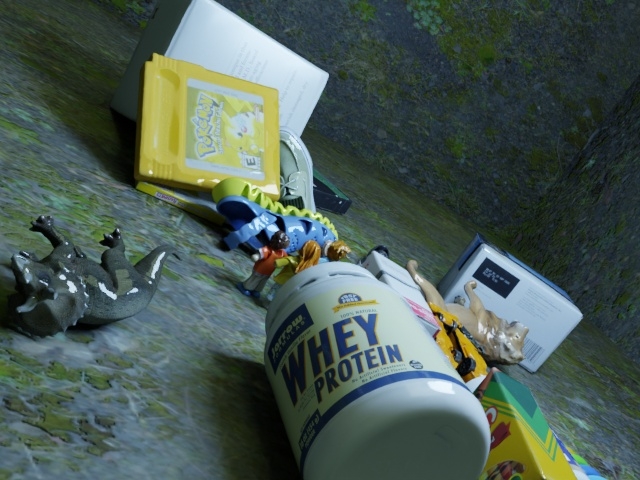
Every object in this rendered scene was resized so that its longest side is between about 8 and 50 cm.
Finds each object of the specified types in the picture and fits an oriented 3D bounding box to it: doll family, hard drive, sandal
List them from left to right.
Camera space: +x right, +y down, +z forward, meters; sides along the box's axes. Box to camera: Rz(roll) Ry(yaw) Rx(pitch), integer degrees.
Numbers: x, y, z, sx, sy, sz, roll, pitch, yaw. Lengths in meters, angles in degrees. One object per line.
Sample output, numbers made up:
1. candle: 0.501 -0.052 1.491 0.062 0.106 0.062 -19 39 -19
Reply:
1. sandal: -0.098 -0.013 1.383 0.317 0.126 0.138 20 56 -29
2. hard drive: -0.071 -0.196 2.077 0.237 0.064 0.339 45 19 32
3. doll family: -0.022 0.063 1.234 0.118 0.163 0.263 44 18 30

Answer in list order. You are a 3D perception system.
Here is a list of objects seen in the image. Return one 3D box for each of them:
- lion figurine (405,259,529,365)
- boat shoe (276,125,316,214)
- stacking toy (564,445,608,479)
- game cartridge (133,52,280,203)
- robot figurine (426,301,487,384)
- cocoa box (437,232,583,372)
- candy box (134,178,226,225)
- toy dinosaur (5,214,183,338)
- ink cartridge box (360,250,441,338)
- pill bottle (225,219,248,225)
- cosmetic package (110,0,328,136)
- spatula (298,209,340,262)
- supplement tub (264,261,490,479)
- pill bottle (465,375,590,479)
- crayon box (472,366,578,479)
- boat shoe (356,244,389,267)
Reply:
1. lion figurine: 0.351 0.203 1.675 0.392 0.142 0.240 12 41 -22
2. boat shoe: -0.066 -0.126 1.559 0.094 0.109 0.302 -74 151 -66
3. stacking toy: 0.436 0.436 1.170 0.141 0.141 0.330 28 10 -21
4. game cartridge: -0.238 -0.241 1.400 0.323 0.052 0.286 9 71 -34
5. robot figurine: 0.281 0.242 1.449 0.211 0.085 0.291 31 19 -15
6. cocoa box: 0.556 0.178 1.928 0.347 0.231 0.228 34 15 0
7. candy box: -0.307 -0.103 1.398 0.205 0.027 0.105 25 22 -29
8. toy dinosaur: -0.302 0.057 0.842 0.160 0.121 0.313 55 19 23
9. ink cartridge box: 0.113 0.153 1.225 0.100 0.172 0.237 29 16 -18
10. pill bottle: -0.163 -0.053 1.468 0.120 0.067 0.067 23 20 -35
11. cosmetic package: -0.266 -0.386 1.644 0.393 0.328 0.329 24 4 -32
12. spatula: 0.000 0.000 1.569 0.084 0.030 0.296 44 -7 34
13. supplement tub: 0.055 0.195 0.872 0.235 0.235 0.325 25 18 -29
14. pill bottle: 0.328 0.360 1.086 0.153 0.153 0.265 27 18 -24
15. crayon box: 0.245 0.342 0.883 0.081 0.202 0.318 31 15 -9
16. boat shoe: 0.155 0.059 1.760 0.080 0.076 0.228 36 16 6
